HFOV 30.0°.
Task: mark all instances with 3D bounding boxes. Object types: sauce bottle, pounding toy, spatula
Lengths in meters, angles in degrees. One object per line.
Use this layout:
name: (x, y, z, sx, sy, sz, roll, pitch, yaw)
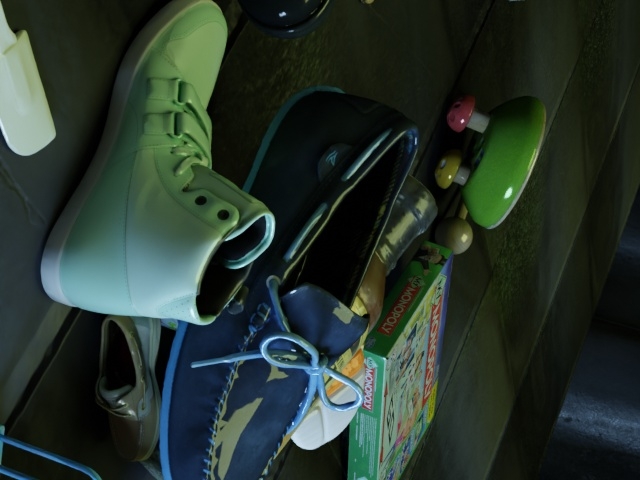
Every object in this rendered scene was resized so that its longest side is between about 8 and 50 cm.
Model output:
sauce bottle: (-0.021, 0.077, 1.050, 0.344, 0.111, 0.111, -52, 150, -20)
pounding toy: (0.198, -0.106, 1.590, 0.237, 0.110, 0.183, 123, -14, -56)
spatula: (-0.222, -0.107, 0.673, 0.168, 0.019, 0.242, -55, 150, -39)

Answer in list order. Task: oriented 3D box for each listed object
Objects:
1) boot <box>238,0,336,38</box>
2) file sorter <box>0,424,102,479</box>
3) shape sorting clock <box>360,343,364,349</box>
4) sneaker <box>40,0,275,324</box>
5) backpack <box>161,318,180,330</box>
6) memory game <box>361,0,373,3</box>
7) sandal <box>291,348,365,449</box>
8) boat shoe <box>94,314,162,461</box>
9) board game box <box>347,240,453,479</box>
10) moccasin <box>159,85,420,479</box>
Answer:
boot: (-0.043, -0.289, 0.851, 0.207, 0.094, 0.247, 21, 77, -71)
file sorter: (-0.225, 0.202, 0.739, 0.170, 0.104, 0.118, -17, 118, -64)
shape sorting clock: (0.027, 0.111, 1.300, 0.206, 0.040, 0.206, 14, 90, -88)
sneaker: (-0.082, -0.056, 0.859, 0.256, 0.151, 0.094, -70, 155, -17)
backpack: (-0.090, 0.025, 0.977, 0.105, 0.084, 0.114, 19, 89, -64)
memory game: (0.066, -0.334, 1.221, 0.186, 0.012, 0.186, -46, 143, -51)
sandal: (-0.030, 0.069, 1.159, 0.102, 0.076, 0.265, -22, 106, -34)
boat shoe: (-0.154, 0.113, 0.933, 0.045, 0.050, 0.135, -21, 115, -56)
board game box: (0.100, 0.186, 1.538, 0.213, 0.046, 0.317, -52, 153, -42)
moccasin: (-0.021, 0.044, 0.897, 0.137, 0.116, 0.342, 25, 80, -58)
